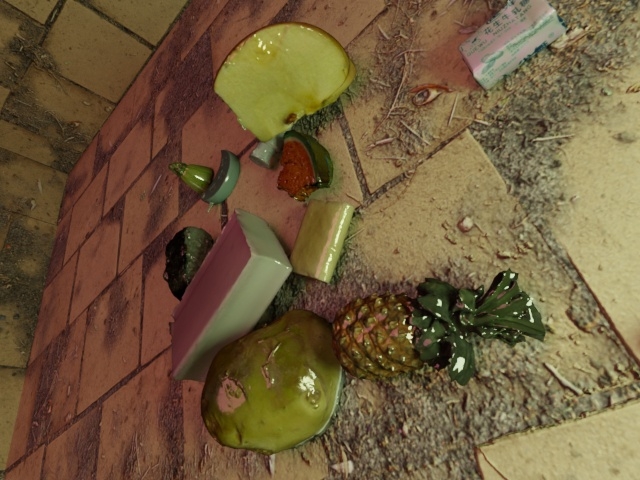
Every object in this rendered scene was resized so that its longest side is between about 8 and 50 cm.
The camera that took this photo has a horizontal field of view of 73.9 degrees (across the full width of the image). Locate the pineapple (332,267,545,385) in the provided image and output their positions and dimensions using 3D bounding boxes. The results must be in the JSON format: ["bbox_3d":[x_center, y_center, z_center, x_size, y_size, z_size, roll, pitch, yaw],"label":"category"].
[{"bbox_3d":[0.170,0.140,0.656,0.310,0.141,0.170,-20,53,30],"label":"pineapple"}]

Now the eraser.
[{"bbox_3d":[-0.232,0.131,1.040,0.359,0.123,0.272,-58,31,13],"label":"eraser"}]

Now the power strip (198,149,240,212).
[{"bbox_3d":[-0.329,-0.189,1.387,0.137,0.044,0.215,26,90,48],"label":"power strip"}]

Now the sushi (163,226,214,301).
[{"bbox_3d":[-0.384,0.074,1.258,0.127,0.124,0.224,-34,56,31],"label":"sushi"}]

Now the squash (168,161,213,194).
[{"bbox_3d":[-0.453,-0.231,1.467,0.105,0.132,0.105,-24,54,39],"label":"squash"}]

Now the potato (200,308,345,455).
[{"bbox_3d":[-0.107,0.272,0.827,0.299,0.196,0.246,-52,44,12],"label":"potato"}]

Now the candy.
[{"bbox_3d":[0.336,-0.359,0.762,0.160,0.073,0.092,-35,54,29],"label":"candy"}]

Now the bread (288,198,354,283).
[{"bbox_3d":[0.000,0.000,0.943,0.140,0.060,0.178,14,82,49],"label":"bread"}]

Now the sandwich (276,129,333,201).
[{"bbox_3d":[-0.032,-0.178,1.059,0.235,0.079,0.159,37,109,52],"label":"sandwich"}]

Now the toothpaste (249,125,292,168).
[{"bbox_3d":[-0.109,-0.351,1.228,0.114,0.073,0.299,13,72,49],"label":"toothpaste"}]

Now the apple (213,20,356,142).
[{"bbox_3d":[-0.084,-0.417,1.088,0.309,0.314,0.252,-34,83,16],"label":"apple"}]
